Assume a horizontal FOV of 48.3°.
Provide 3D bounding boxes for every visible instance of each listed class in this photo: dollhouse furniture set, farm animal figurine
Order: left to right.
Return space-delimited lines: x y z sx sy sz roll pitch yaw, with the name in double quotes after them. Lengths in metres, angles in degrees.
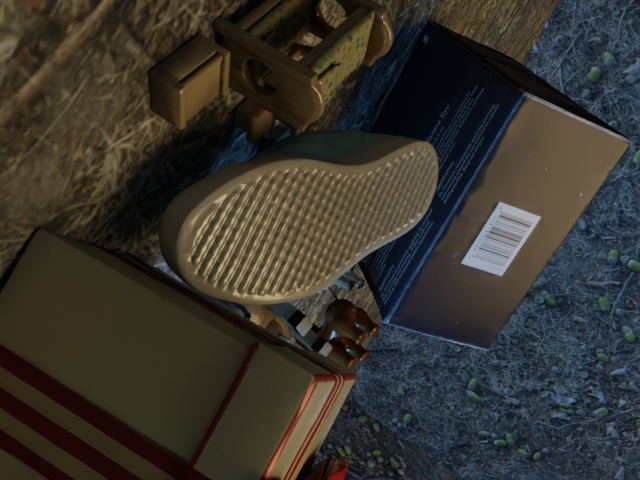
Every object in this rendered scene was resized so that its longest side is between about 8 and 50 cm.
-0.093 0.136 0.886 0.330 0.172 0.326 -42 151 -25 "farm animal figurine"
-0.039 -0.105 0.598 0.182 0.101 0.161 -49 165 -32 "dollhouse furniture set"

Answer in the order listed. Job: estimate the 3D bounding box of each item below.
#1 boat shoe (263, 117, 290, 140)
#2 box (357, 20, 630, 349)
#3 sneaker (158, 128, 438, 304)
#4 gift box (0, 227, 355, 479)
-0.019 -0.140 0.738 0.100 0.035 0.035 -53 166 -11 "boat shoe"
0.195 -0.085 1.011 0.343 0.179 0.312 -62 -153 24 "box"
-0.033 -0.036 0.704 0.366 0.150 0.135 -16 114 -50 "sneaker"
-0.123 0.176 0.561 0.276 0.258 0.255 -64 167 0 "gift box"
